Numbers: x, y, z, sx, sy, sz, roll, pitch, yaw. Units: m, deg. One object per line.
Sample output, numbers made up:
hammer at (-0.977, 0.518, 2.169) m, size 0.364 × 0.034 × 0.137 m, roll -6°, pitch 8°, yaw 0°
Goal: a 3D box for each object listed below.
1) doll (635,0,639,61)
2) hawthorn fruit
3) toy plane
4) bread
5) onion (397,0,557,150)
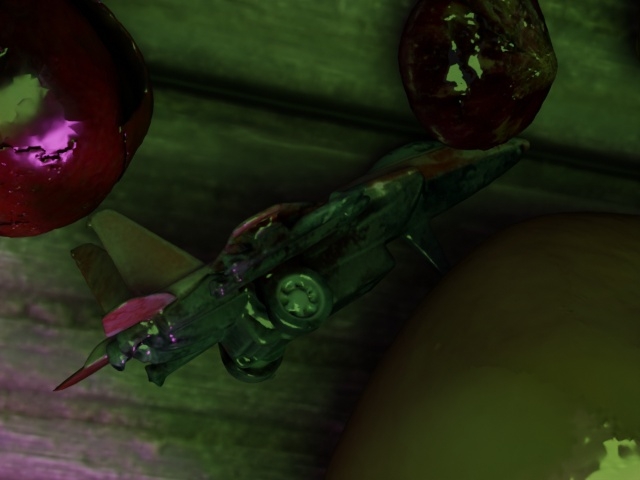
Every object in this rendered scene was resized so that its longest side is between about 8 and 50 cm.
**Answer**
doll at (0.252, -0.116, 0.921) m, size 0.143 × 0.135 × 0.220 m, roll -32°, pitch 118°, yaw -39°
hawthorn fruit at (-0.166, -0.080, 0.817) m, size 0.148 × 0.172 × 0.148 m, roll -1°, pitch 71°, yaw 3°
toy plane at (0.003, 0.007, 0.897) m, size 0.326 × 0.223 × 0.104 m, roll -17°, pitch 75°, yaw -26°
bread at (0.145, 0.174, 0.905) m, size 0.348 × 0.253 × 0.376 m, roll -10°, pitch 123°, yaw -43°
onion at (0.090, -0.107, 0.909) m, size 0.107 × 0.097 × 0.107 m, roll -12°, pitch 108°, yaw -40°
